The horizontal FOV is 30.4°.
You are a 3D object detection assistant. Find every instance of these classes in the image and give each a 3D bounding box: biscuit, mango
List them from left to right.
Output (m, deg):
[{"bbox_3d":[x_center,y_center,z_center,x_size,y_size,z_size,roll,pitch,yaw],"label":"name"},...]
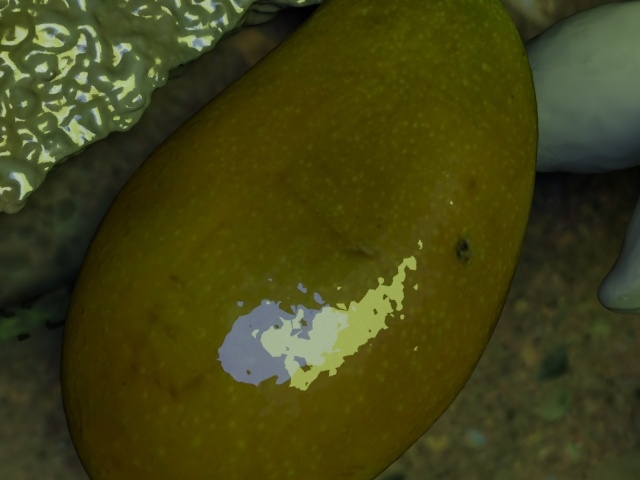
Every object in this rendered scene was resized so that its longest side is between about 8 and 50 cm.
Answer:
[{"bbox_3d":[-0.065,-0.120,0.435,0.250,0.032,0.133,-35,97,-16],"label":"biscuit"},{"bbox_3d":[0.000,0.000,0.409,0.136,0.099,0.228,30,79,12],"label":"mango"}]

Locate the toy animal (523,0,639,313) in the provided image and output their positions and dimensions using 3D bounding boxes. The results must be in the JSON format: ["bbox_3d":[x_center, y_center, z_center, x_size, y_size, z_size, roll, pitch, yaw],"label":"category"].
[{"bbox_3d":[0.222,-0.082,0.448,0.325,0.208,0.154,-14,123,-10],"label":"toy animal"}]
